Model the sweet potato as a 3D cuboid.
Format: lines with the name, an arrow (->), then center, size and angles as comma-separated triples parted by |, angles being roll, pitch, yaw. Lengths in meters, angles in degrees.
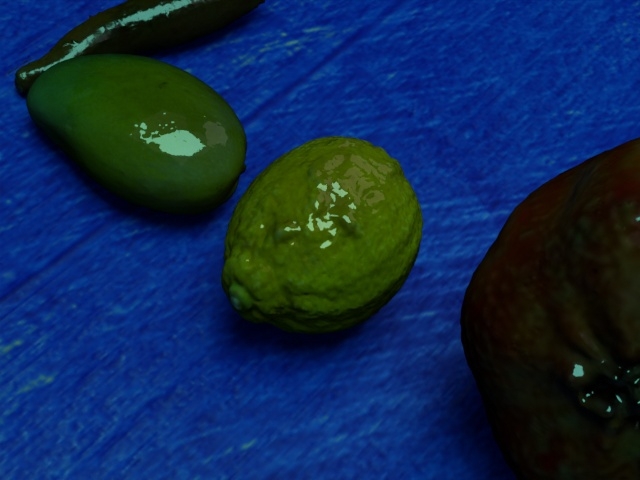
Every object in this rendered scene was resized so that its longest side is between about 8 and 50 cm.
sweet potato -> -0.152, -0.191, 1.199 | 0.265, 0.057, 0.057 | -25, 62, -22

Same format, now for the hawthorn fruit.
hawthorn fruit -> 0.255, 0.048, 0.989 | 0.287, 0.287, 0.330 | 31, 28, 11

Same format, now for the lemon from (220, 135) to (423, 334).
lemon -> 0.000, 0.000, 1.030 | 0.142, 0.142, 0.187 | 40, 57, 17

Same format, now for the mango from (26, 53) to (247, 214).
mango -> -0.149, -0.091, 1.103 | 0.195, 0.092, 0.130 | 18, 52, 12
